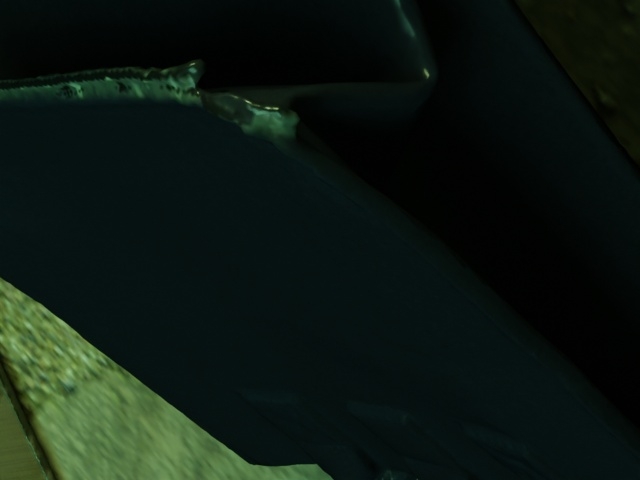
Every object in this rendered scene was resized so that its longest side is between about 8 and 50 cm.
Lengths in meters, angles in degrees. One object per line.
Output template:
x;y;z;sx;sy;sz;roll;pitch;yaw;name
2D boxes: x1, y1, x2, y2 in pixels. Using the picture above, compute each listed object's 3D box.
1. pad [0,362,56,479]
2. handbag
-0.301;0.082;1.171;0.286;0.018;0.284;-9;110;39;pad
0.000;0.000;0.775;0.303;0.122;0.329;0;145;48;handbag
